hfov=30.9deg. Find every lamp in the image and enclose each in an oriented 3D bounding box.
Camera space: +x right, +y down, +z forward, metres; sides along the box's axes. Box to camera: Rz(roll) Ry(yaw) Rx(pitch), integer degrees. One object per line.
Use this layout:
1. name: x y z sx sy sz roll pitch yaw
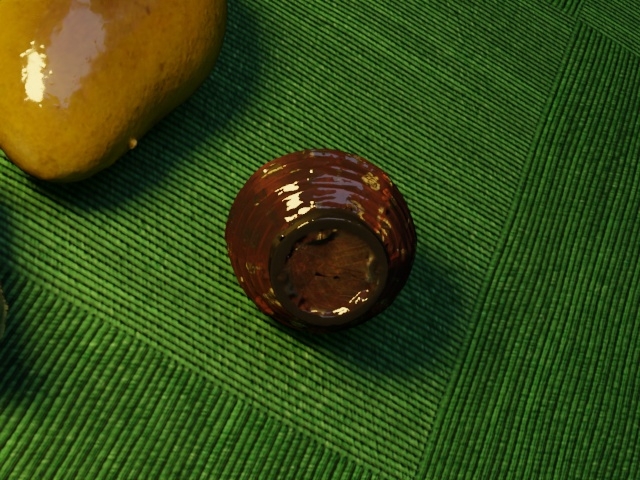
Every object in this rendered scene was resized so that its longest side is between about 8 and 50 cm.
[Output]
1. lamp: 0.000 0.000 1.441 0.247 0.247 0.247 12 55 -18

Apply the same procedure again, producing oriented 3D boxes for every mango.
1. mango: -0.282 -0.258 1.483 0.301 0.220 0.445 24 61 -17

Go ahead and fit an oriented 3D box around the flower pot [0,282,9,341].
1. flower pot: -0.465 -0.017 1.222 0.290 0.290 0.259 11 40 -19
